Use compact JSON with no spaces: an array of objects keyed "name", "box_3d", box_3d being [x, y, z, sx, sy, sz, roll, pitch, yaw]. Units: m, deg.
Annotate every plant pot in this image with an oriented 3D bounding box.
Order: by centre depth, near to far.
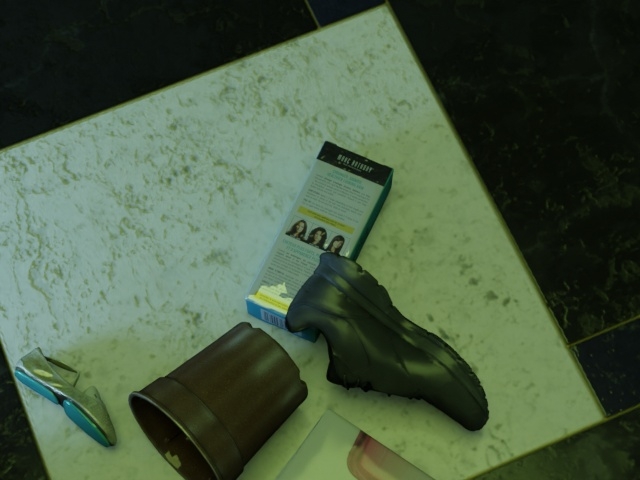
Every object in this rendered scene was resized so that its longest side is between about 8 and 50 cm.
[{"name":"plant pot","box_3d":[-0.114,0.196,1.722,0.167,0.167,0.165,42,65,17]}]

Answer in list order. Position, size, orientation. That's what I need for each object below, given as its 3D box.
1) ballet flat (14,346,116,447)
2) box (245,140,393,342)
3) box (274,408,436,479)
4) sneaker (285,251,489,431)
[{"name":"ballet flat","box_3d":[-0.306,0.189,1.778,0.168,0.057,0.052,35,62,14]},{"name":"box","box_3d":[0.000,0.000,1.846,0.100,0.060,0.244,23,70,10]},{"name":"box","box_3d":[0.068,0.323,1.661,0.232,0.148,0.127,33,71,14]},{"name":"sneaker","box_3d":[0.079,0.145,1.750,0.286,0.109,0.130,40,81,2]}]
